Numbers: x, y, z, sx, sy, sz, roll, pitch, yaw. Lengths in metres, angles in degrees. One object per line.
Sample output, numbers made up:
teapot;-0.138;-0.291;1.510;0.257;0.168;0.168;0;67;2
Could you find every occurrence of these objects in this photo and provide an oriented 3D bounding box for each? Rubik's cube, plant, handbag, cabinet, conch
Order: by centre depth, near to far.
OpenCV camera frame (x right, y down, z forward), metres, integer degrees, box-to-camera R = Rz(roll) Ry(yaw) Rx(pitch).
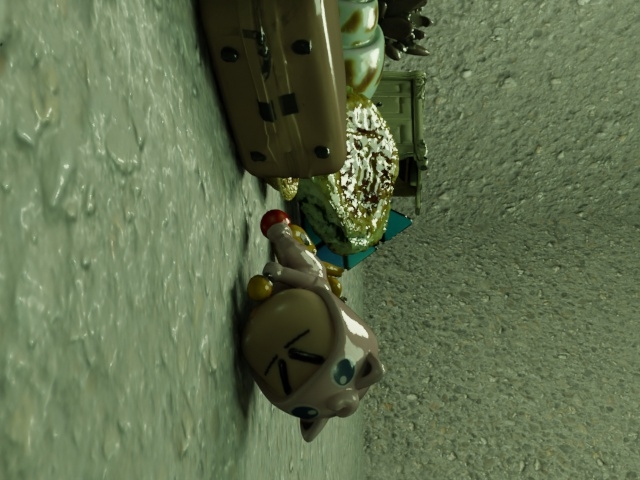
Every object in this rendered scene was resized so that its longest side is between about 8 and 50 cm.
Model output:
handbag;-0.046;-0.258;0.910;0.302;0.149;0.283;76;14;-50
conch;0.031;-0.403;1.498;0.249;0.197;0.368;-53;138;-55
Rubik's cube;0.000;0.000;1.522;0.250;0.284;0.234;41;63;-46
plant;0.119;-0.520;1.756;0.194;0.320;0.182;66;22;-67
cabinet;0.129;-0.252;1.849;0.227;0.289;0.318;85;8;-55

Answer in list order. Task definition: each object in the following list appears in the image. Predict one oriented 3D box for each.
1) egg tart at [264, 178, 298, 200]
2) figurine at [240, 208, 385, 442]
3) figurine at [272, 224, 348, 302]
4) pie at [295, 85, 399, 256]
egg tart;-0.066;-0.125;1.090;0.129;0.049;0.129;-3;90;-78
figurine;-0.038;0.104;0.912;0.186;0.176;0.288;22;36;-37
figurine;-0.034;0.041;1.176;0.122;0.121;0.176;49;-16;50
pie;0.051;-0.140;1.386;0.355;0.102;0.288;60;43;-26
